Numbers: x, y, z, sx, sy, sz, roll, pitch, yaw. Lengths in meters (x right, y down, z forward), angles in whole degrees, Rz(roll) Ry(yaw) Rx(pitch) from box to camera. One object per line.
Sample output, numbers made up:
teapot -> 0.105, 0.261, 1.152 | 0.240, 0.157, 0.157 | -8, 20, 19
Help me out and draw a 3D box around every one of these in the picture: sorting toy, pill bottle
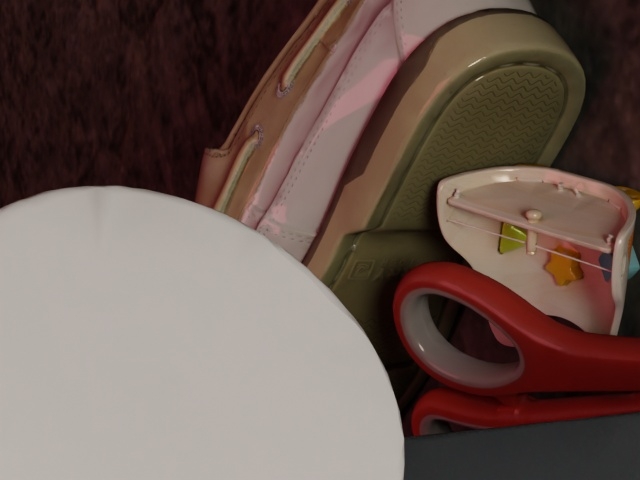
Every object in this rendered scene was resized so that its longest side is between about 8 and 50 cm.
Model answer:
sorting toy -> 0.090, 0.014, 0.760 | 0.083, 0.045, 0.075 | 19, 122, 36
pill bottle -> -0.075, 0.098, 0.455 | 0.229, 0.131, 0.131 | -57, 47, 42

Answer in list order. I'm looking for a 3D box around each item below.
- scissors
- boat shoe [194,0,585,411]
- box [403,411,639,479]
scissors -> 0.139, 0.059, 0.704 | 0.297, 0.021, 0.109 | 1, 117, 44
boat shoe -> 0.000, 0.000, 0.847 | 0.302, 0.113, 0.103 | -54, 47, 30
box -> 0.072, 0.124, 0.591 | 0.184, 0.261, 0.103 | -44, 56, 50
